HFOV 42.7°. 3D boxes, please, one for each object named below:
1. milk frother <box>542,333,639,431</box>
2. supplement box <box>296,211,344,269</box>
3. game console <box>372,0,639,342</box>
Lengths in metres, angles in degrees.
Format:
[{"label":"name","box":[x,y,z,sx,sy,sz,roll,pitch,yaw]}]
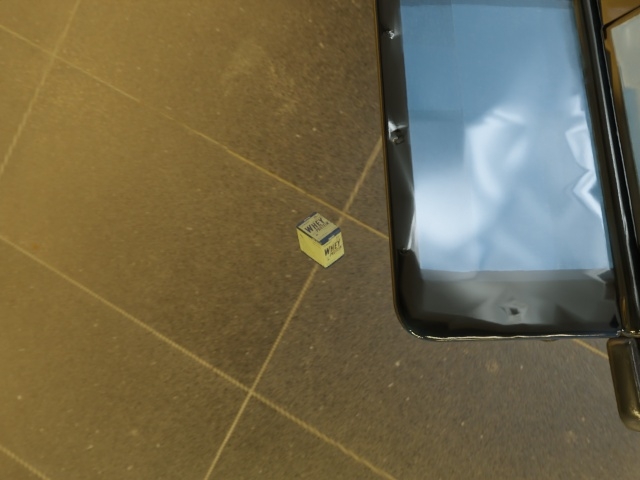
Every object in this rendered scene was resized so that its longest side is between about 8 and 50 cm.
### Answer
[{"label":"milk frother","box":[0.295,0.115,0.810,0.129,0.143,0.135,-19,99,-27]},{"label":"supplement box","box":[0.000,0.000,1.735,0.056,0.083,0.083,-37,50,-24]},{"label":"game console","box":[0.182,-0.092,0.531,0.250,0.173,0.293,-25,62,50]}]
